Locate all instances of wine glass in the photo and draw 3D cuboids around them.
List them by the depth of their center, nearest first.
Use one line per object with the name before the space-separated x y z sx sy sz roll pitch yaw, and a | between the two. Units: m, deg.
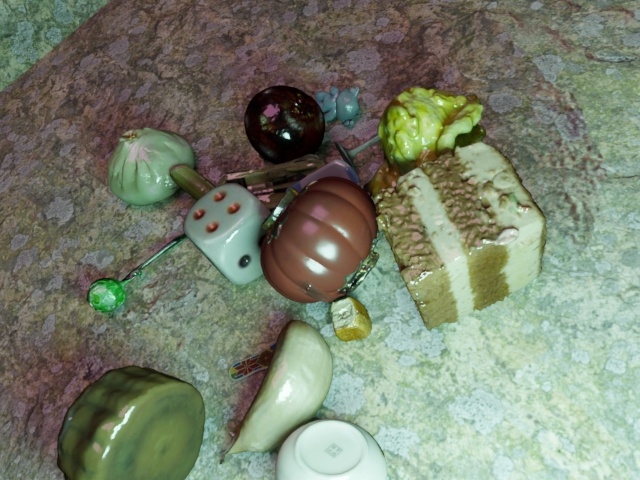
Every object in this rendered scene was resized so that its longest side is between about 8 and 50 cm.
wine glass | 0.229 -0.245 1.575 0.310 0.096 0.264 -31 52 0

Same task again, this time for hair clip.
hair clip | -0.119 -0.149 1.664 0.322 0.138 0.091 -8 9 20

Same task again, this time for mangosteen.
mangosteen | -0.117 -0.312 1.724 0.261 0.236 0.235 -33 35 49

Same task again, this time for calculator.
calculator | 0.004 -0.120 1.559 0.210 0.039 0.121 -28 88 17

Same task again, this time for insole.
insole | -0.126 0.272 1.395 0.194 0.006 0.065 -25 48 6

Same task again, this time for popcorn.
popcorn | 0.243 -0.219 1.366 0.237 0.293 0.292 8 54 -4

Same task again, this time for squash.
squash | -0.354 -0.155 1.768 0.239 0.069 0.069 36 75 24

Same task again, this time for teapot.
teapot | 0.026 0.434 1.111 0.204 0.139 0.298 -19 36 -33

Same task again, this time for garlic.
garlic | -0.083 0.329 1.266 0.196 0.151 0.338 -18 43 60

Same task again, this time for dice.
dice | -0.218 -0.018 1.540 0.192 0.194 0.193 -43 50 -12

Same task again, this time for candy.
candy | -0.503 0.082 1.690 0.323 0.097 0.097 -40 48 -17

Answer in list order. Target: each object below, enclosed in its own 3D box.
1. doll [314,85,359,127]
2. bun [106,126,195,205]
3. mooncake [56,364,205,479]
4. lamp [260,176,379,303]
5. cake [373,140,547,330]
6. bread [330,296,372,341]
doll | 0.054 -0.403 1.800 0.180 0.075 0.119 26 111 51
bun | -0.548 -0.256 1.892 0.294 0.187 0.293 -11 52 15
mooncake | -0.382 0.404 1.234 0.161 0.290 0.290 12 61 33
lamp | 0.000 0.000 1.364 0.257 0.303 0.303 37 71 -3
cake | 0.283 -0.004 1.238 0.291 0.282 0.255 -21 55 4
bread | 0.067 0.174 1.335 0.077 0.070 0.083 -19 51 13
